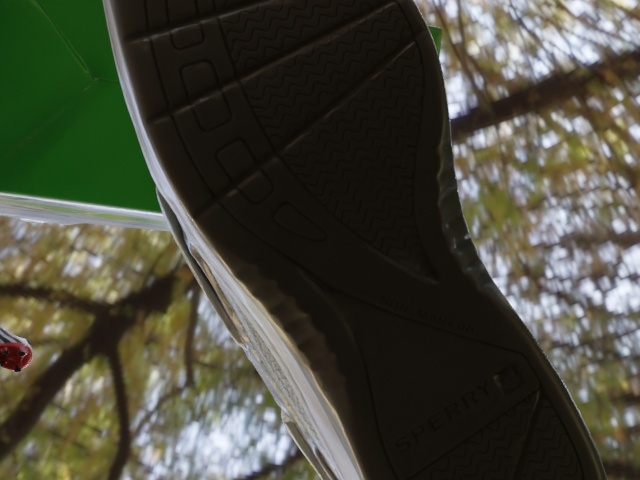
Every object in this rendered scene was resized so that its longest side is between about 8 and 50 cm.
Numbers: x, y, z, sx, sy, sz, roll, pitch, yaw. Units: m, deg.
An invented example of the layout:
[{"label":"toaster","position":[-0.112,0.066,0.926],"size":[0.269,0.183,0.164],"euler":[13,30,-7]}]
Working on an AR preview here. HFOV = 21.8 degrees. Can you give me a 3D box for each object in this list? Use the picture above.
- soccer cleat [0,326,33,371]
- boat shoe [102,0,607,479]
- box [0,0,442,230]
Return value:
[{"label":"soccer cleat","position":[-0.241,0.069,1.157],"size":[0.083,0.035,0.029],"euler":[17,-74,-17]},{"label":"boat shoe","position":[0.003,0.000,0.640],"size":[0.118,0.103,0.320],"euler":[-30,-87,-20]},{"label":"box","position":[-0.107,-0.068,0.910],"size":[0.262,0.231,0.127],"euler":[7,-91,-32]}]
